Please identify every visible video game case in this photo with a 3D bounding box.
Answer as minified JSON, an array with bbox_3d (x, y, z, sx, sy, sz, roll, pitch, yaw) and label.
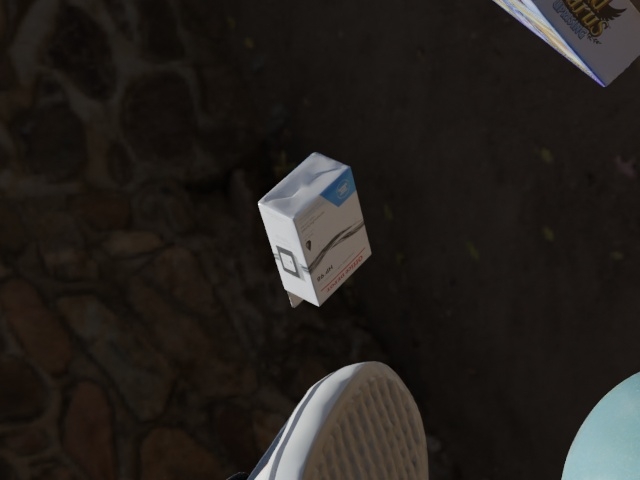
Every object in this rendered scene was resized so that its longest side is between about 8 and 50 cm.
[{"bbox_3d":[0.118,-0.264,0.914,0.061,0.244,0.269,-45,39,9],"label":"video game case"}]

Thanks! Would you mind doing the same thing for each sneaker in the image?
[{"bbox_3d":[-0.035,0.204,0.656,0.127,0.321,0.126,-17,123,34],"label":"sneaker"}]

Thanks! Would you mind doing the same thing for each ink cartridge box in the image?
[{"bbox_3d":[0.000,0.000,1.358,0.060,0.104,0.180,24,146,36],"label":"ink cartridge box"}]

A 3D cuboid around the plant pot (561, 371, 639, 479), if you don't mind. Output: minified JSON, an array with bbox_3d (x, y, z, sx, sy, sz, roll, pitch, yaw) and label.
[{"bbox_3d":[0.404,0.270,1.104,0.195,0.290,0.290,179,86,-76],"label":"plant pot"}]
